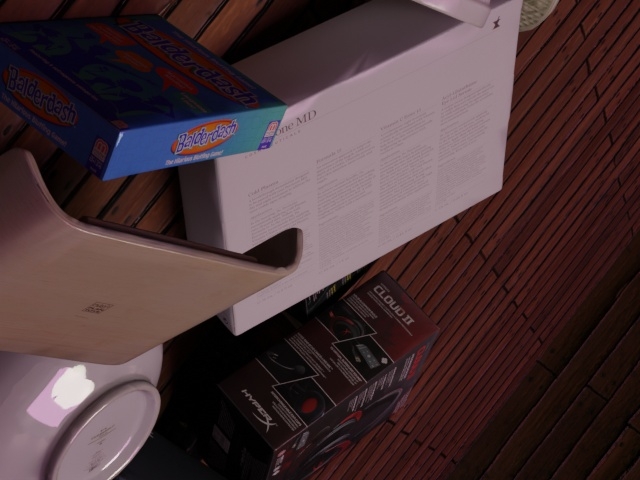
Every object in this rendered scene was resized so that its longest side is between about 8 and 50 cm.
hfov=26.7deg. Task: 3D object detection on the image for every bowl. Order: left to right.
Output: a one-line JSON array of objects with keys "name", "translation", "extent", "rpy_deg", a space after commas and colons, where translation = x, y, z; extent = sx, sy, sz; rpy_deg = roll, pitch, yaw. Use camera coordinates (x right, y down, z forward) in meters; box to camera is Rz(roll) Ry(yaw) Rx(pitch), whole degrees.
[{"name": "bowl", "translation": [-0.253, 0.160, 1.323], "extent": [0.298, 0.134, 0.298], "rpy_deg": [-41, 154, -25]}]

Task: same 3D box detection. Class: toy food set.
[{"name": "toy food set", "translation": [-0.189, 0.014, 1.115], "extent": [0.220, 0.092, 0.306], "rpy_deg": [-28, 153, 33]}]

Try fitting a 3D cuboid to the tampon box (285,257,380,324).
[{"name": "tampon box", "translation": [0.000, 0.000, 1.615], "extent": [0.161, 0.101, 0.120], "rpy_deg": [-45, 157, -20]}]

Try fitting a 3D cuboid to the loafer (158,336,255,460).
[{"name": "loafer", "translation": [-0.142, 0.205, 1.686], "extent": [0.078, 0.076, 0.223], "rpy_deg": [-23, 148, -59]}]

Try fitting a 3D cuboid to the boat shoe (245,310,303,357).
[{"name": "boat shoe", "translation": [-0.056, 0.183, 1.798], "extent": [0.095, 0.095, 0.257], "rpy_deg": [-41, 143, -26]}]

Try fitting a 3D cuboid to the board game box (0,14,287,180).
[{"name": "board game box", "translation": [-0.150, -0.120, 1.078], "extent": [0.210, 0.160, 0.047], "rpy_deg": [-18, 138, -55]}]

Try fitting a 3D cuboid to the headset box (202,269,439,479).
[{"name": "headset box", "translation": [0.009, 0.181, 1.647], "extent": [0.293, 0.110, 0.218], "rpy_deg": [-33, 159, -27]}]

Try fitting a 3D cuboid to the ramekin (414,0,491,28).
[{"name": "ramekin", "translation": [0.075, -0.281, 1.230], "extent": [0.207, 0.207, 0.109], "rpy_deg": [1, 114, -63]}]

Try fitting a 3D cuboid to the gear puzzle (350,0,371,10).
[{"name": "gear puzzle", "translation": [0.005, -0.119, 1.509], "extent": [0.339, 0.044, 0.175], "rpy_deg": [-55, 141, 6]}]

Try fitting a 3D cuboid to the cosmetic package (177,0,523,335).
[{"name": "cosmetic package", "translation": [0.033, -0.099, 1.419], "extent": [0.377, 0.097, 0.284], "rpy_deg": [-28, 145, -23]}]

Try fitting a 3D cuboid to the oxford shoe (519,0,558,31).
[{"name": "oxford shoe", "translation": [0.186, -0.363, 1.396], "extent": [0.449, 0.169, 0.130], "rpy_deg": [67, 40, -64]}]

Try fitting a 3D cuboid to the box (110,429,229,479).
[{"name": "box", "translation": [-0.218, 0.449, 1.505], "extent": [0.395, 0.293, 0.212], "rpy_deg": [-53, -169, 6]}]
